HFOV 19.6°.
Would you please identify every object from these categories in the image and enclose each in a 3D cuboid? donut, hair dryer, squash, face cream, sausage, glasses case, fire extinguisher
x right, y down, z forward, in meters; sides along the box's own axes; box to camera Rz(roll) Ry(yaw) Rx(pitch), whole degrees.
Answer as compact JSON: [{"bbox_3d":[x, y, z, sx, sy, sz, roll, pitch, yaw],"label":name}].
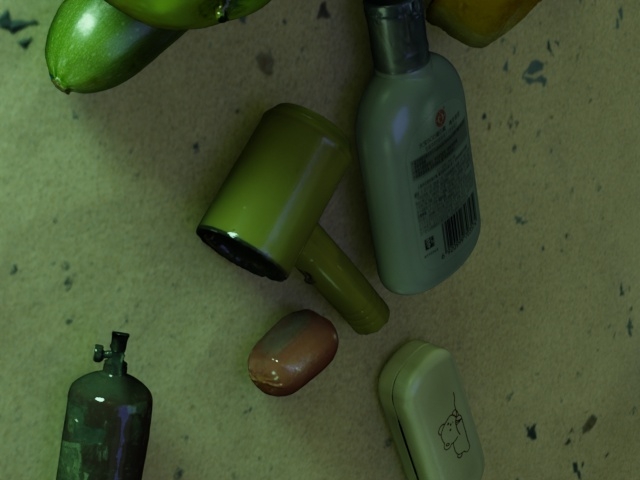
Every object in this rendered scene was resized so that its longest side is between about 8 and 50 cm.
[{"bbox_3d":[0.180,-0.254,1.691,0.190,0.074,0.174,-54,173,18],"label":"donut"},{"bbox_3d":[0.000,0.000,1.655,0.135,0.090,0.279,-62,146,-15],"label":"hair dryer"},{"bbox_3d":[-0.091,-0.232,1.447,0.341,0.094,0.094,-44,133,-27],"label":"squash"},{"bbox_3d":[0.085,-0.096,1.711,0.144,0.071,0.291,-43,134,-39],"label":"face cream"},{"bbox_3d":[-0.024,0.100,1.672,0.094,0.059,0.054,-40,125,-29],"label":"sausage"},{"bbox_3d":[0.114,0.188,1.872,0.083,0.050,0.196,-46,134,-30],"label":"glasses case"},{"bbox_3d":[-0.180,0.195,1.509,0.072,0.089,0.268,9,101,-6],"label":"fire extinguisher"}]

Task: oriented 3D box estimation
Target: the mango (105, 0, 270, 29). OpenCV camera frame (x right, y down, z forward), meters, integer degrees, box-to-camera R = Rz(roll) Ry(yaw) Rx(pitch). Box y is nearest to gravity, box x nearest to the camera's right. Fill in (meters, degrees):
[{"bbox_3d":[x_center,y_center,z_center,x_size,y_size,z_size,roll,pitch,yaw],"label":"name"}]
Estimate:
[{"bbox_3d":[-0.096,-0.334,1.309,0.201,0.225,0.382,13,75,-54],"label":"mango"}]
